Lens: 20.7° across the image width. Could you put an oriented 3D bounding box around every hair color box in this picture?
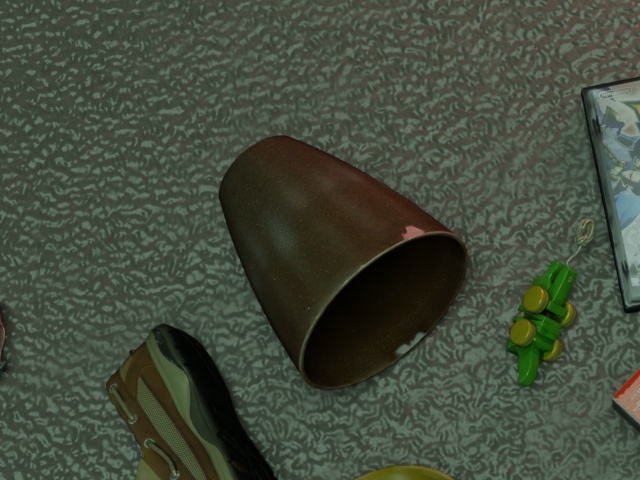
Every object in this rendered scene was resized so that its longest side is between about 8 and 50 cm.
[{"bbox_3d":[0.374,0.203,1.769,0.053,0.093,0.167,-45,75,-2],"label":"hair color box"}]

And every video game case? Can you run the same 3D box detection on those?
[{"bbox_3d":[0.434,-0.069,1.848,0.275,0.035,0.248,-11,76,7],"label":"video game case"}]

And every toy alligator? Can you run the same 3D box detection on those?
[{"bbox_3d":[0.237,0.062,1.847,0.051,0.056,0.189,11,77,53],"label":"toy alligator"}]

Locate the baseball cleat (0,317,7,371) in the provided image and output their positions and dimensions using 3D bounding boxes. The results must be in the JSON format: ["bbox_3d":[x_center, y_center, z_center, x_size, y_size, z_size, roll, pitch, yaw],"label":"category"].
[{"bbox_3d":[-0.423,0.074,1.954,0.109,0.072,0.206,-33,79,-13],"label":"baseball cleat"}]

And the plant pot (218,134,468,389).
[{"bbox_3d":[0.000,0.000,1.834,0.215,0.215,0.230,-41,61,-1],"label":"plant pot"}]

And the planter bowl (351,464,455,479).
[{"bbox_3d":[0.075,0.342,1.770,0.217,0.090,0.217,-20,39,17],"label":"planter bowl"}]

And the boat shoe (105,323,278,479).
[{"bbox_3d":[-0.129,0.241,1.824,0.120,0.122,0.324,-35,55,10],"label":"boat shoe"}]
